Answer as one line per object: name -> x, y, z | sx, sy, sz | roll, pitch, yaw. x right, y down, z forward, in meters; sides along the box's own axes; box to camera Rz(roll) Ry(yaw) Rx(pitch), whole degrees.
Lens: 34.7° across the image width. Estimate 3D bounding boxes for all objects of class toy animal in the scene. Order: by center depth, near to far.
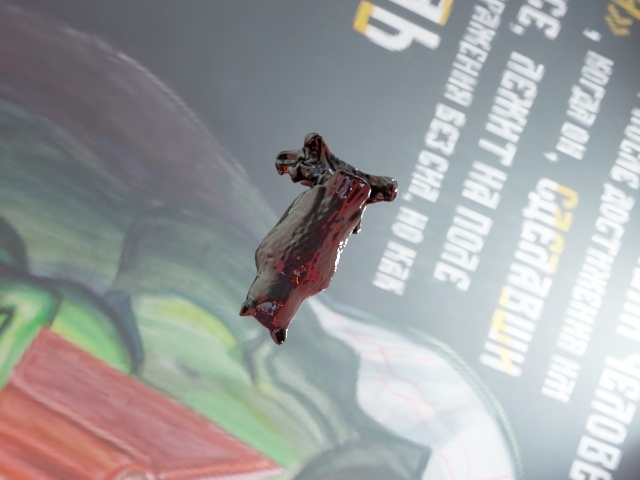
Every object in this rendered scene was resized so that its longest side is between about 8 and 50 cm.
toy animal -> 0.000, 0.003, 1.028 | 0.117, 0.121, 0.210 | -21, -137, 53
